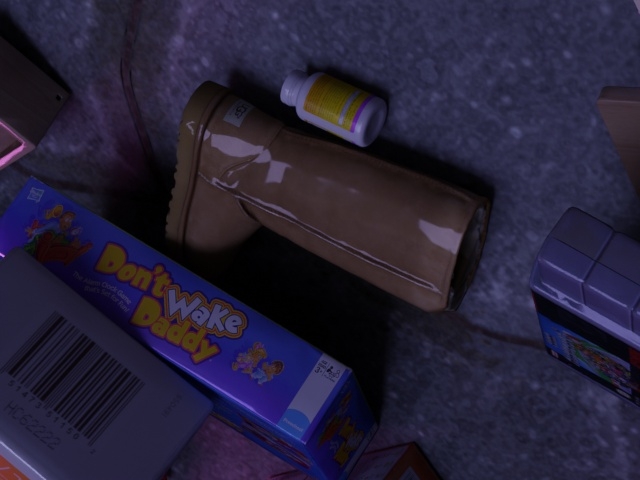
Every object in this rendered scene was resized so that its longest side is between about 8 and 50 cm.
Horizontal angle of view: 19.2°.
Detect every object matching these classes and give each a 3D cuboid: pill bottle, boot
[{"bbox_3d":[0.010,-0.112,1.556,0.083,0.043,0.043,26,138,20],"label":"pill bottle"},{"bbox_3d":[0.000,0.000,1.633,0.269,0.089,0.236,25,144,16],"label":"boot"}]

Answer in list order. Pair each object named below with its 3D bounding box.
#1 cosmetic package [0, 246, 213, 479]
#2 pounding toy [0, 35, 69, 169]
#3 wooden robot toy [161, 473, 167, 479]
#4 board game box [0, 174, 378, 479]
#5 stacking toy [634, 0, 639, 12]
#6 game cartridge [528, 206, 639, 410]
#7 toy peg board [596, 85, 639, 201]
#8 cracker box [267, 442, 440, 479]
[{"bbox_3d":[-0.290,0.220,1.765,0.230,0.161,0.453,38,146,2],"label":"cosmetic package"},{"bbox_3d":[-0.327,-0.143,1.790,0.130,0.100,0.141,40,146,-19],"label":"pounding toy"},{"bbox_3d":[-0.214,0.247,2.072,0.079,0.076,0.173,-122,23,-44],"label":"wooden robot toy"},{"bbox_3d":[-0.121,0.092,1.743,0.347,0.078,0.233,30,168,15],"label":"board game box"},{"bbox_3d":[0.357,-0.108,1.186,0.279,0.130,0.309,-10,109,28],"label":"stacking toy"},{"bbox_3d":[0.265,0.092,1.374,0.230,0.068,0.355,26,171,16],"label":"game cartridge"},{"bbox_3d":[0.303,-0.068,1.337,0.161,0.079,0.160,7,144,36],"label":"toy peg board"},{"bbox_3d":[0.044,0.296,1.875,0.232,0.067,0.156,-21,110,49],"label":"cracker box"}]
